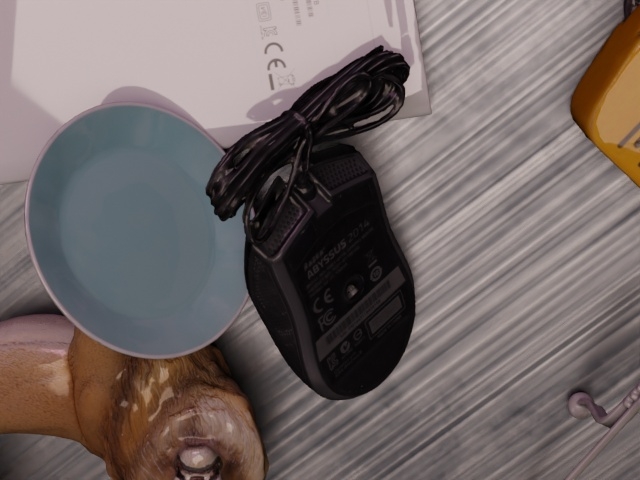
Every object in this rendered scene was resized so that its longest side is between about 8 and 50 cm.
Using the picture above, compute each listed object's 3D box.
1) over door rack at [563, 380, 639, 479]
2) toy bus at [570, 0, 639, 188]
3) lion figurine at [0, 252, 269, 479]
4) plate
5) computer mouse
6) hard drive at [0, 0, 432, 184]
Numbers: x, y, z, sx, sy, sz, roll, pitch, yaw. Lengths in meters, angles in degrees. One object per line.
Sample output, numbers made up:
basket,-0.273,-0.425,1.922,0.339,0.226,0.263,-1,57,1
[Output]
over door rack,0.275,0.233,1.108,0.239,0.108,0.324,28,118,-3
toy bus,0.318,-0.181,0.993,0.130,0.108,0.333,41,103,-7
lion figurine,-0.229,0.105,1.102,0.392,0.142,0.240,5,112,17
plate,-0.128,-0.006,1.012,0.024,0.188,0.188,-22,105,51
computer mouse,0.000,0.000,1.040,0.188,0.072,0.272,-39,134,-28
hard drive,-0.110,-0.181,1.054,0.353,0.047,0.233,-9,103,5
